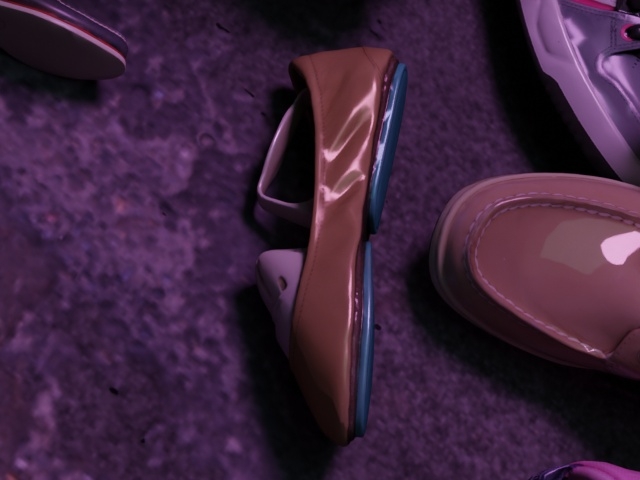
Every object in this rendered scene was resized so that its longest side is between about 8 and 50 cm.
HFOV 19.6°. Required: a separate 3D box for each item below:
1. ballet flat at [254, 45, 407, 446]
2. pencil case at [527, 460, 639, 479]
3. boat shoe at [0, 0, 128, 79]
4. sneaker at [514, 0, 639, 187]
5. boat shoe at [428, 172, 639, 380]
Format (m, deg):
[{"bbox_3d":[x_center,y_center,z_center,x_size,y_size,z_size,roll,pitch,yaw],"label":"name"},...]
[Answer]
[{"bbox_3d":[0.000,0.000,0.981,0.073,0.080,0.232,5,60,4],"label":"ballet flat"},{"bbox_3d":[0.278,0.181,0.981,0.386,0.160,0.167,-1,45,-29],"label":"pencil case"},{"bbox_3d":[-0.160,-0.124,0.955,0.137,0.049,0.043,22,57,-13],"label":"boat shoe"},{"bbox_3d":[0.211,-0.177,1.088,0.123,0.178,0.296,4,64,-51],"label":"sneaker"},{"bbox_3d":[0.208,0.037,1.022,0.302,0.098,0.109,19,90,-16],"label":"boat shoe"}]
